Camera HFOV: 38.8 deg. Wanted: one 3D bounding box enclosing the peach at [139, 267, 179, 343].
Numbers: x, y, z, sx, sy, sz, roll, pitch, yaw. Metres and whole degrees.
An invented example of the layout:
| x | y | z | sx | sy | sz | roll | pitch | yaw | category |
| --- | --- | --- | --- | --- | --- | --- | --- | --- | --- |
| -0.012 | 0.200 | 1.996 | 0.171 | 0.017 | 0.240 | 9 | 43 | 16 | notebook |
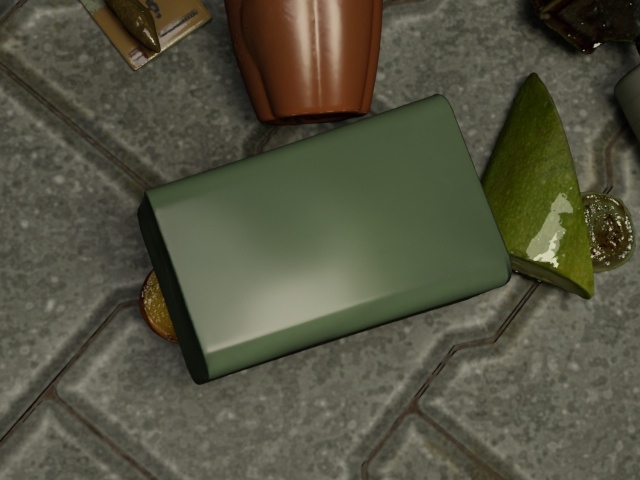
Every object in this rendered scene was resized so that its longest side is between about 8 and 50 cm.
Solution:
| x | y | z | sx | sy | sz | roll | pitch | yaw | category |
| --- | --- | --- | --- | --- | --- | --- | --- | --- | --- |
| -0.160 | 0.067 | 1.027 | 0.098 | 0.061 | 0.098 | 1 | 86 | -24 | peach |

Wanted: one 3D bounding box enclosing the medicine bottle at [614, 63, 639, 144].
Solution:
| x | y | z | sx | sy | sz | roll | pitch | yaw | category |
| --- | --- | --- | --- | --- | --- | --- | --- | --- | --- |
| 0.477 | -0.074 | 1.064 | 0.124 | 0.179 | 0.324 | -22 | 83 | -10 | medicine bottle |

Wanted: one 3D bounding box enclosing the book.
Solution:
| x | y | z | sx | sy | sz | roll | pitch | yaw | category |
| --- | --- | --- | --- | --- | --- | --- | --- | --- | --- |
| -0.230 | -0.305 | 1.109 | 0.118 | 0.012 | 0.172 | -38 | 86 | -10 | book |

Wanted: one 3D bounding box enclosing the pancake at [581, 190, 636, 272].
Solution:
| x | y | z | sx | sy | sz | roll | pitch | yaw | category |
| --- | --- | --- | --- | --- | --- | --- | --- | --- | --- |
| 0.340 | -0.012 | 1.121 | 0.108 | 0.017 | 0.108 | 1 | 81 | -10 | pancake |

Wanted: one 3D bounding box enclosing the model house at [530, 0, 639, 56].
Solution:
| x | y | z | sx | sy | sz | roll | pitch | yaw | category |
| --- | --- | --- | --- | --- | --- | --- | --- | --- | --- |
| 0.335 | -0.314 | 1.143 | 0.152 | 0.106 | 0.165 | -2 | 44 | 4 | model house |

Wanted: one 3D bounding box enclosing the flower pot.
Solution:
| x | y | z | sx | sy | sz | roll | pitch | yaw | category |
| --- | --- | --- | --- | --- | --- | --- | --- | --- | --- |
| -0.012 | -0.225 | 1.045 | 0.190 | 0.190 | 0.173 | -7 | 92 | -8 | flower pot |

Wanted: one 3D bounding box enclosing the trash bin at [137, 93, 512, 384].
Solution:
| x | y | z | sx | sy | sz | roll | pitch | yaw | category |
| --- | --- | --- | --- | --- | --- | --- | --- | --- | --- |
| 0.000 | 0.000 | 0.976 | 0.343 | 0.158 | 0.223 | -17 | 82 | -20 | trash bin |

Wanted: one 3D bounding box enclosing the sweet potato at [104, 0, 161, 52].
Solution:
| x | y | z | sx | sy | sz | roll | pitch | yaw | category |
| --- | --- | --- | --- | --- | --- | --- | --- | --- | --- |
| -0.233 | -0.283 | 1.078 | 0.041 | 0.038 | 0.153 | -32 | 86 | 11 | sweet potato |

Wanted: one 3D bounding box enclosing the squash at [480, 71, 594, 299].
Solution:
| x | y | z | sx | sy | sz | roll | pitch | yaw | category |
| --- | --- | --- | --- | --- | --- | --- | --- | --- | --- |
| 0.285 | -0.079 | 1.077 | 0.169 | 0.093 | 0.252 | 22 | 78 | 9 | squash |
